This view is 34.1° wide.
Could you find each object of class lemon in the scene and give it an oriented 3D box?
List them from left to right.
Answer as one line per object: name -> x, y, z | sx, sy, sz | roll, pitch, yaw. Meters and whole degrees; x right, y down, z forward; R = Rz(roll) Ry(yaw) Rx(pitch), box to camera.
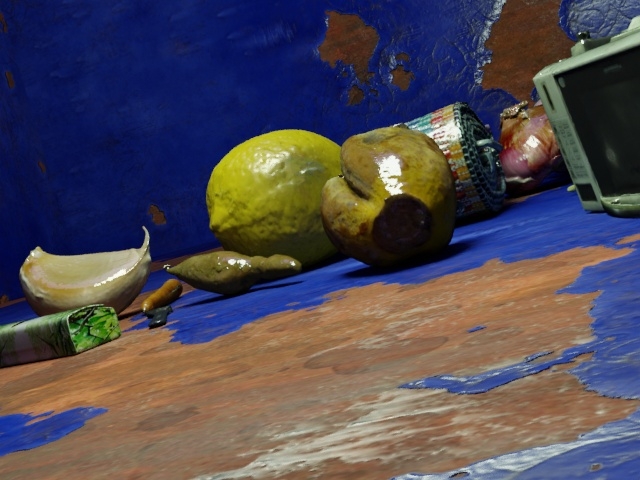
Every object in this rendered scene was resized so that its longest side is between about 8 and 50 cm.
lemon -> -0.055, -0.072, 1.821 | 0.311, 0.253, 0.253 | -17, 4, -23

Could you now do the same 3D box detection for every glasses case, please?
glasses case -> -0.432, 0.147, 1.593 | 0.272, 0.062, 0.095 | -13, 5, 37

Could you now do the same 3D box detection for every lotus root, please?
lotus root -> 0.093, -0.047, 1.455 | 0.199, 0.188, 0.180 | -13, 18, 5

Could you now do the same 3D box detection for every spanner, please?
spanner -> -0.257, 0.120, 1.644 | 0.046, 0.012, 0.208 | -17, 5, -6

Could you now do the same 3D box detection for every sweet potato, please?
sweet potato -> -0.133, 0.052, 1.688 | 0.270, 0.074, 0.075 | -3, 10, 32

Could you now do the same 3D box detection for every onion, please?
onion -> 0.420, -0.198, 2.093 | 0.230, 0.163, 0.230 | -49, 0, 0

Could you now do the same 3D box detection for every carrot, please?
carrot -> -0.286, 0.100, 1.869 | 0.037, 0.037, 0.190 | -15, 5, 10

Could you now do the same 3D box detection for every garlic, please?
garlic -> -0.413, 0.073, 1.851 | 0.245, 0.164, 0.145 | -10, -13, 5

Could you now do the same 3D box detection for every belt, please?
belt -> 0.248, -0.133, 1.862 | 0.161, 0.206, 0.295 | -19, -12, 20

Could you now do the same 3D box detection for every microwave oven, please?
microwave oven -> 0.497, -0.189, 1.289 | 0.333, 0.247, 0.394 | -18, 4, -12

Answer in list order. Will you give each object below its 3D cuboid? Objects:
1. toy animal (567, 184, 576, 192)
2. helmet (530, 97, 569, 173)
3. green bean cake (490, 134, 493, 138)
toy animal -> 0.496, -0.118, 1.708 | 0.136, 0.073, 0.181 | -9, -10, -13
helmet -> 0.558, -0.252, 2.263 | 0.253, 0.198, 0.154 | -28, -3, 28
green bean cake -> 0.205, -0.130, 2.248 | 0.308, 0.169, 0.300 | -14, 2, 35
